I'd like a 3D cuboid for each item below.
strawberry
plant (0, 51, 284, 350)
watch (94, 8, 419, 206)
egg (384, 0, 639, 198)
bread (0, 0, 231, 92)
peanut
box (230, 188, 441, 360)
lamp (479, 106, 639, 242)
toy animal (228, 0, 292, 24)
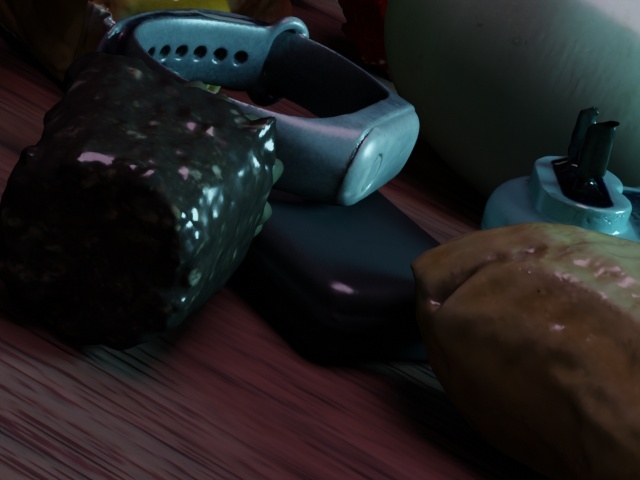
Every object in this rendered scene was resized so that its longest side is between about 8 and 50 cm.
[{"bbox_3d":[0.098,-0.186,1.706,0.236,0.111,0.190,40,0,-28],"label":"strawberry"},{"bbox_3d":[-0.098,-0.027,1.016,0.132,0.129,0.194,25,23,3],"label":"plant"},{"bbox_3d":[-0.038,-0.093,1.201,0.193,0.068,0.206,27,22,10],"label":"watch"},{"bbox_3d":[0.214,-0.114,1.445,0.371,0.230,0.230,37,23,15],"label":"egg"},{"bbox_3d":[-0.168,-0.188,1.388,0.136,0.107,0.241,2,29,-40],"label":"bread"},{"bbox_3d":[0.195,0.097,1.003,0.174,0.158,0.340,-26,40,-26],"label":"peanut"},{"bbox_3d":[0.000,0.000,1.172,0.160,0.050,0.230,5,26,-41],"label":"box"},{"bbox_3d":[0.244,0.027,1.231,0.284,0.147,0.209,29,17,-11],"label":"lamp"},{"bbox_3d":[-0.040,-0.220,1.491,0.184,0.185,0.104,4,26,-44],"label":"toy animal"}]
